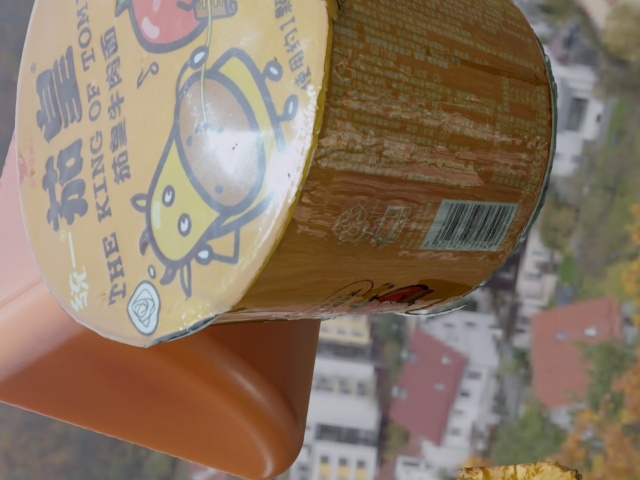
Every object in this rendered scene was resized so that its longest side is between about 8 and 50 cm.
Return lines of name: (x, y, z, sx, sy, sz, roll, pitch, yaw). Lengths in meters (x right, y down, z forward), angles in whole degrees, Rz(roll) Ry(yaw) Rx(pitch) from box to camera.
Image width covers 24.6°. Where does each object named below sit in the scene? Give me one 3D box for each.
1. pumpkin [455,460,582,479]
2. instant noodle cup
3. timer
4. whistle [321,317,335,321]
pumpkin: (0.120, 0.171, 0.868, 0.074, 0.083, 0.054, -84, -18, -47)
instant noodle cup: (-0.011, -0.056, 0.651, 0.216, 0.172, 0.215, -9, 78, 47)
timer: (-0.093, 0.014, 1.044, 0.161, 0.250, 0.257, -23, 47, 42)
whistle: (0.000, 0.000, 1.348, 0.123, 0.123, 0.223, -89, 2, -49)
